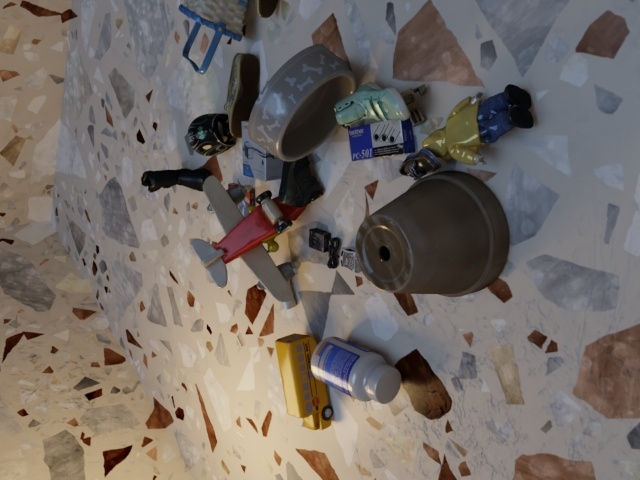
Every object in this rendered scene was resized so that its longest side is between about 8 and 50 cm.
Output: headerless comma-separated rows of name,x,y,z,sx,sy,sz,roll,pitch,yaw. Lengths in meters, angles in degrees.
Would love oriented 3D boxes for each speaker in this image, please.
speaker,-0.127,0.174,2.237,0.055,0.055,0.136,-15,90,51

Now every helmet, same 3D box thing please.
helmet,-0.406,-0.387,2.332,0.161,0.169,0.169,-12,92,34

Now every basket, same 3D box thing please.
basket,-0.369,-0.713,2.112,0.289,0.201,0.255,-57,38,15

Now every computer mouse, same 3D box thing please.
computer mouse,0.089,0.057,1.957,0.193,0.042,0.106,21,112,52

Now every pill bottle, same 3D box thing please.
pill bottle,0.110,0.402,1.945,0.272,0.152,0.152,16,113,48

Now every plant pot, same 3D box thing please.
plant pot,0.248,0.007,1.562,0.323,0.280,0.323,20,117,46

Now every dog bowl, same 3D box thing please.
dog bowl,-0.038,-0.367,1.759,0.102,0.349,0.349,44,133,16

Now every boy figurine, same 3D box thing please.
boy figurine,0.356,-0.252,1.492,0.285,0.092,0.177,-26,62,52

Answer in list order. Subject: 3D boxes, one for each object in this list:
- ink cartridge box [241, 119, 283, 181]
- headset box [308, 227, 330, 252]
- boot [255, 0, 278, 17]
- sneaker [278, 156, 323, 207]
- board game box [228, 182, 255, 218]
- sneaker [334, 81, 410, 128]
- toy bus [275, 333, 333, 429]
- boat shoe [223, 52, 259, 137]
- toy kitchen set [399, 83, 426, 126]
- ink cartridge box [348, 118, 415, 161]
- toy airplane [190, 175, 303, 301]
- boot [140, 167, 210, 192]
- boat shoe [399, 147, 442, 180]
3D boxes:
ink cartridge box,-0.197,-0.308,2.156,0.139,0.082,0.190,19,117,46
headset box,0.000,0.000,2.051,0.083,0.032,0.062,22,117,47
boot,-0.208,-0.816,2.020,0.165,0.077,0.213,17,109,46
sneaker,-0.053,-0.208,2.022,0.087,0.130,0.227,-21,57,55
board game box,-0.294,-0.067,2.388,0.145,0.027,0.281,18,115,48
sneaker,0.126,-0.332,1.653,0.094,0.151,0.256,60,173,-28
toy bus,-0.056,0.492,2.188,0.108,0.130,0.332,-2,99,51
boat shoe,-0.271,-0.497,2.182,0.089,0.104,0.285,27,111,48
toy kitchen set,0.251,-0.348,1.622,0.068,0.083,0.075,-25,79,8
ink cartridge box,0.165,-0.278,1.758,0.207,0.046,0.097,-1,99,50
toy airplane,-0.236,-0.008,2.146,0.384,0.272,0.386,9,96,15
boot,-0.580,-0.236,2.536,0.246,0.207,0.094,16,113,46
boat shoe,0.250,-0.185,1.611,0.066,0.066,0.183,44,175,-8
